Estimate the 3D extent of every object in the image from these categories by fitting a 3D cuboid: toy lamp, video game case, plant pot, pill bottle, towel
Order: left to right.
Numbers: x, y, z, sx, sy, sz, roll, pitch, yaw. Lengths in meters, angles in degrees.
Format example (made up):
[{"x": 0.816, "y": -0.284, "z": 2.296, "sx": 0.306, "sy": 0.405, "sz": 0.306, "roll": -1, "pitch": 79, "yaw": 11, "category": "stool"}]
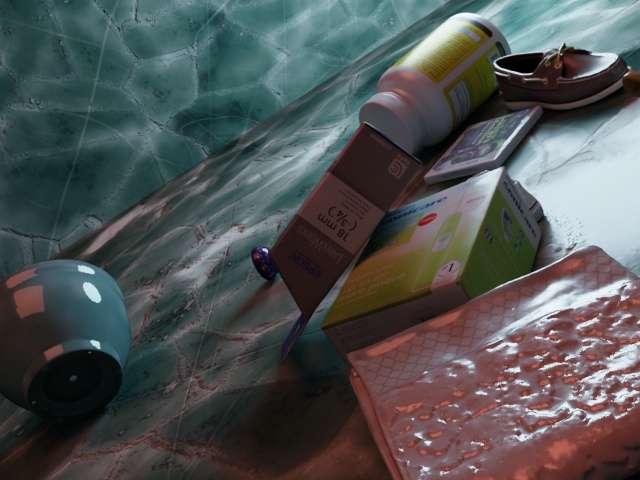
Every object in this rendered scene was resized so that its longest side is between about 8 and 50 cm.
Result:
[{"x": -0.477, "y": 0.209, "z": 1.608, "sx": 0.293, "sy": 0.293, "sz": 0.196, "roll": -35, "pitch": 44, "yaw": -5, "category": "plant pot"}, {"x": 0.001, "y": -0.011, "z": 1.629, "sx": 0.275, "sy": 0.080, "sz": 0.080, "roll": -29, "pitch": 18, "yaw": 22, "category": "toy lamp"}, {"x": 0.238, "y": -0.319, "z": 1.829, "sx": 0.334, "sy": 0.188, "sz": 0.188, "roll": -42, "pitch": 20, "yaw": -27, "category": "pill bottle"}, {"x": 0.303, "y": -0.178, "z": 1.624, "sx": 0.173, "sy": 0.022, "sz": 0.190, "roll": -11, "pitch": 29, "yaw": 49, "category": "video game case"}, {"x": 0.204, "y": 0.128, "z": 0.829, "sx": 0.332, "sy": 0.053, "sz": 0.317, "roll": -23, "pitch": 23, "yaw": -4, "category": "towel"}]

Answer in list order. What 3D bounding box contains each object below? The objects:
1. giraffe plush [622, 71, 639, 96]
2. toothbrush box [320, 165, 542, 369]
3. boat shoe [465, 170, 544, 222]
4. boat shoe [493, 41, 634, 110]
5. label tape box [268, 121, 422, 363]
[{"x": 0.452, "y": -0.141, "z": 1.038, "sx": 0.181, "sy": 0.170, "sz": 0.210, "roll": -27, "pitch": 19, "yaw": 21, "category": "giraffe plush"}, {"x": 0.153, "y": 0.048, "z": 1.143, "sx": 0.206, "sy": 0.122, "sz": 0.283, "roll": -22, "pitch": 20, "yaw": 34, "category": "toothbrush box"}, {"x": 0.261, "y": -0.074, "z": 1.342, "sx": 0.083, "sy": 0.075, "sz": 0.226, "roll": -38, "pitch": 18, "yaw": -14, "category": "boat shoe"}, {"x": 0.437, "y": -0.310, "z": 1.614, "sx": 0.117, "sy": 0.096, "sz": 0.324, "roll": -38, "pitch": 19, "yaw": -15, "category": "boat shoe"}, {"x": 0.000, "y": 0.000, "z": 1.282, "sx": 0.333, "sy": 0.106, "sz": 0.240, "roll": -54, "pitch": 1, "yaw": 0, "category": "label tape box"}]
